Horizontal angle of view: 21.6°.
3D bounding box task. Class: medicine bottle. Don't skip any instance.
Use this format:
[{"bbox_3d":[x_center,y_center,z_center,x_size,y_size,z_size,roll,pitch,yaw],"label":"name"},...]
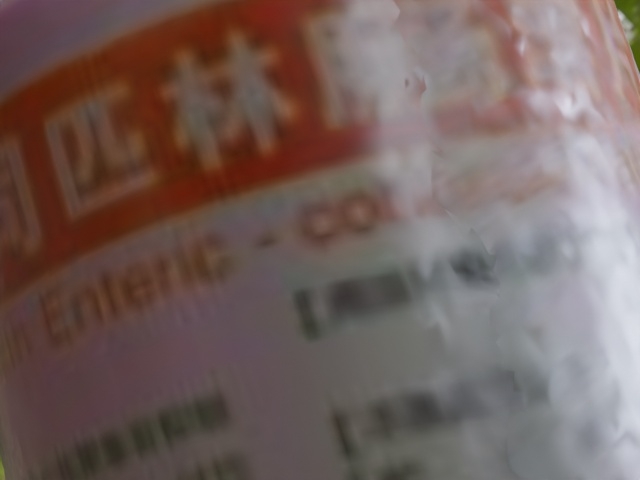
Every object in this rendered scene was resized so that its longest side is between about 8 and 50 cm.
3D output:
[{"bbox_3d":[0.000,0.000,0.510,0.219,0.219,0.388,141,-63,-64],"label":"medicine bottle"}]
